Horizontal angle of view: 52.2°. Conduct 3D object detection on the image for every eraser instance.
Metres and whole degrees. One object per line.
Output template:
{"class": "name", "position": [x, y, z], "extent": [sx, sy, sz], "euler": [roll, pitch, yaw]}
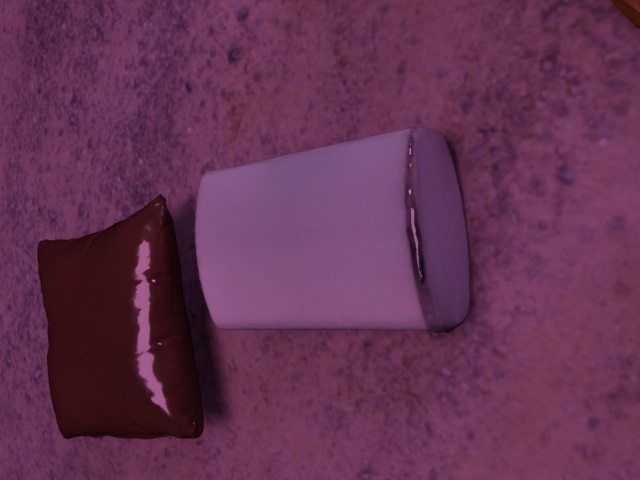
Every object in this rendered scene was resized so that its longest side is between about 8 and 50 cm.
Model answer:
{"class": "eraser", "position": [0.000, 0.000, 0.677], "extent": [0.290, 0.104, 0.189], "euler": [-5, 93, 38]}

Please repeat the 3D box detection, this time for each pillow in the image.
{"class": "pillow", "position": [-0.285, 0.120, 0.898], "extent": [0.308, 0.108, 0.305], "euler": [-14, 82, 38]}

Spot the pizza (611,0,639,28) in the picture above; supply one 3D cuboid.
{"class": "pizza", "position": [0.327, -0.214, 0.423], "extent": [0.335, 0.086, 0.226], "euler": [36, 116, 31]}
